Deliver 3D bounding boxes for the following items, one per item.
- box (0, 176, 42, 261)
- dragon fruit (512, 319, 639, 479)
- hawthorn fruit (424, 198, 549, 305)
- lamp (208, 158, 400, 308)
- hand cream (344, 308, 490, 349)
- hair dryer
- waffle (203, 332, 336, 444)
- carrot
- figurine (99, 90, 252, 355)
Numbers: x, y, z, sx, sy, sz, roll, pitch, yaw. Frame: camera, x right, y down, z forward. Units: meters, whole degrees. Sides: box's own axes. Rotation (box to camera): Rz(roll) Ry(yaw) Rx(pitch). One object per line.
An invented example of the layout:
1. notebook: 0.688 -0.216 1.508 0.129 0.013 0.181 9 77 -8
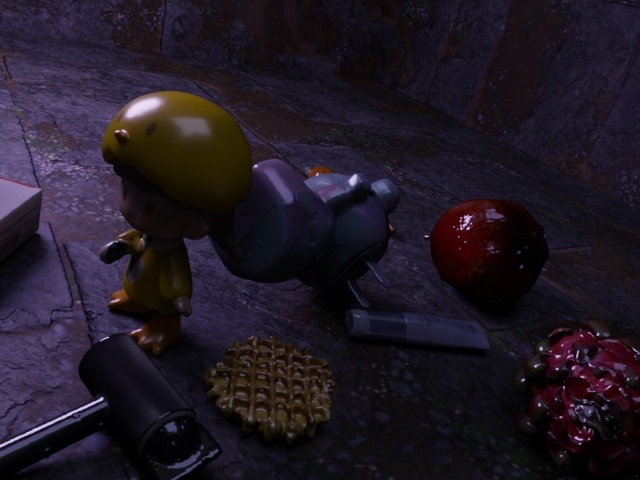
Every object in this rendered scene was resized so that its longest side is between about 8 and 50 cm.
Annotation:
1. box: -0.541 -0.030 0.866 0.133 0.099 0.182 14 24 -8
2. dragon fruit: 0.373 0.208 0.778 0.198 0.218 0.273 45 6 -28
3. hawthorn fruit: 0.322 0.008 1.140 0.230 0.210 0.266 -11 21 -33
4. lamp: 0.000 0.000 0.898 0.301 0.247 0.247 1 46 -55
5. hand cream: 0.168 0.149 0.941 0.255 0.048 0.079 9 30 -16
6. hair dryer: -0.257 0.216 0.571 0.248 0.078 0.196 -22 43 -37
7. waffle: -0.064 0.192 0.737 0.191 0.038 0.191 12 25 -6
8. carrot: 0.071 -0.110 1.396 0.069 0.069 0.336 -13 39 -44
9. figurine: -0.214 -0.032 0.762 0.215 0.343 0.187 30 24 24
